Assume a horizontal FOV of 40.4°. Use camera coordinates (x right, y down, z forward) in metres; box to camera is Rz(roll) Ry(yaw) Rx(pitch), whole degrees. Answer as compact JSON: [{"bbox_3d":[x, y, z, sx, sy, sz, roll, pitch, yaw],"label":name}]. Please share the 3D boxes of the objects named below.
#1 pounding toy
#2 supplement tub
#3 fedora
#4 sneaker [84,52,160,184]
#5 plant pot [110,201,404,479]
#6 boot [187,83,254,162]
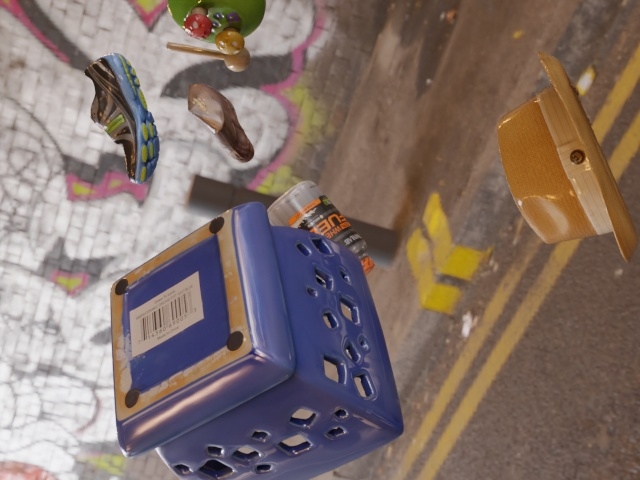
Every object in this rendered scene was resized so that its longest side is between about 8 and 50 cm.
[{"bbox_3d":[-0.199,-0.388,1.621,0.237,0.183,0.110,114,159,-57],"label":"pounding toy"},{"bbox_3d":[0.000,0.000,1.505,0.117,0.190,0.117,-40,-9,-8],"label":"supplement tub"},{"bbox_3d":[0.203,-0.063,0.746,0.079,0.194,0.194,-24,37,20],"label":"fedora"},{"bbox_3d":[-0.284,-0.170,1.242,0.067,0.078,0.188,-33,-74,-75],"label":"sneaker"},{"bbox_3d":[-0.082,0.112,0.893,0.236,0.212,0.236,-30,50,21],"label":"plant pot"},{"bbox_3d":[-0.110,-0.129,0.832,0.037,0.106,0.114,-42,-17,4],"label":"boot"}]
